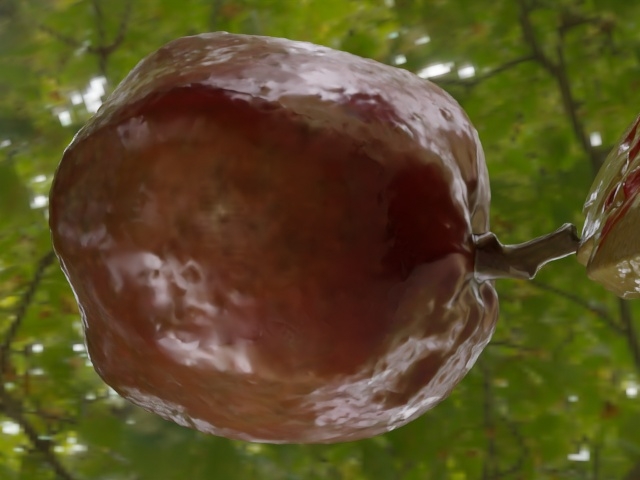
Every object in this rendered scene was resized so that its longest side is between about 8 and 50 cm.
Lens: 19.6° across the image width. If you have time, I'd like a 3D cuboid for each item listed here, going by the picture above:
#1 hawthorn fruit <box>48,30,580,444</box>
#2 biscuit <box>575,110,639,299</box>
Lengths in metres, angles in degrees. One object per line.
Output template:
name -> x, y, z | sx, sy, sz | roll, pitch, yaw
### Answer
hawthorn fruit -> 0.000, 0.000, 0.884 | 0.205, 0.253, 0.205 | -6, -83, -58
biscuit -> 0.158, -0.053, 0.759 | 0.041, 0.212, 0.239 | 36, -146, -1
